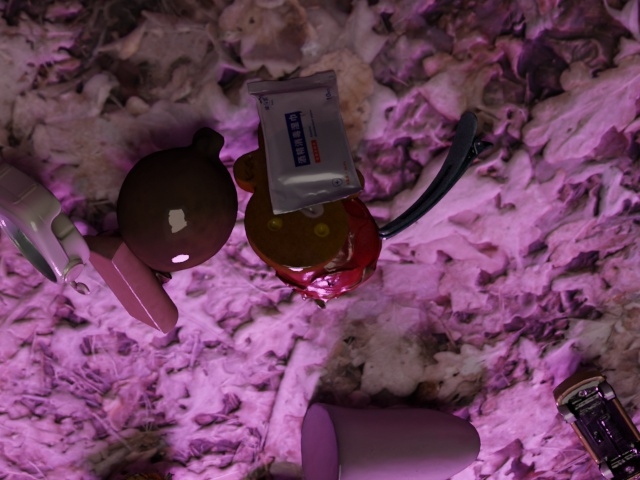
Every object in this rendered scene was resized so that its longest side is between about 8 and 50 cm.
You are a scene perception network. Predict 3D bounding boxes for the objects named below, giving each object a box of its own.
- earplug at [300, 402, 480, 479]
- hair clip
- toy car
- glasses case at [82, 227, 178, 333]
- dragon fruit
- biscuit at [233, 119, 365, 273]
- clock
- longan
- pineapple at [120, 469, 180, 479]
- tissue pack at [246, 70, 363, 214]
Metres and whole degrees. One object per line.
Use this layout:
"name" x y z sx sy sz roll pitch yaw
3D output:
"earplug" 0.136 0.352 1.911 0.301 0.172 0.172 0 125 -21
"hair clip" 0.164 -0.078 1.611 0.229 0.039 0.070 -51 129 -16
"toy car" 0.493 0.315 1.999 0.101 0.124 0.256 -32 118 8
"glasses case" -0.274 0.043 1.628 0.070 0.103 0.193 -52 142 -23
"dragon fruit" 0.000 0.000 1.604 0.172 0.172 0.209 -24 136 2
"biscuit" -0.029 -0.067 1.514 0.180 0.236 0.039 4 157 -7
"clock" -0.374 -0.008 1.519 0.062 0.151 0.191 -43 137 -21
"longan" -0.186 -0.057 1.514 0.159 0.185 0.204 25 83 2
"pineapple" -0.283 0.465 1.909 0.176 0.137 0.161 -37 82 5
"tissue pack" -0.021 -0.134 1.505 0.123 0.193 0.026 -10 160 -7
